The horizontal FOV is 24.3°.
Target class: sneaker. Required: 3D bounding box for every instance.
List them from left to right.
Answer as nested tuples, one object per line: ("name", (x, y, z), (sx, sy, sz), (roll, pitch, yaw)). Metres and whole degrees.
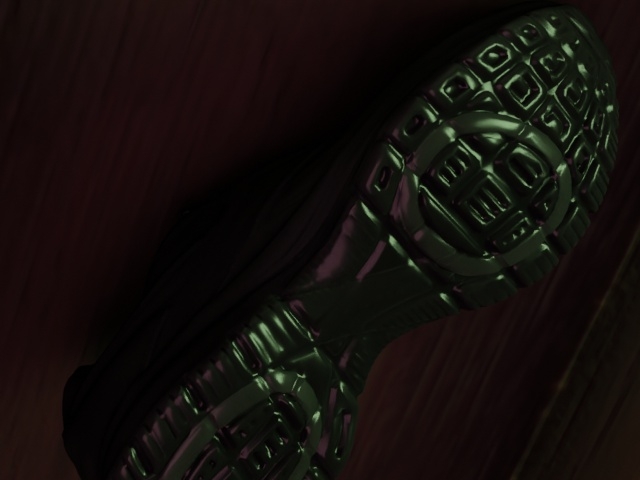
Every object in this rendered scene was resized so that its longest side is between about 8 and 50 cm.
("sneaker", (0.000, 0.000, 0.605), (0.286, 0.130, 0.109), (-43, 123, -11))
